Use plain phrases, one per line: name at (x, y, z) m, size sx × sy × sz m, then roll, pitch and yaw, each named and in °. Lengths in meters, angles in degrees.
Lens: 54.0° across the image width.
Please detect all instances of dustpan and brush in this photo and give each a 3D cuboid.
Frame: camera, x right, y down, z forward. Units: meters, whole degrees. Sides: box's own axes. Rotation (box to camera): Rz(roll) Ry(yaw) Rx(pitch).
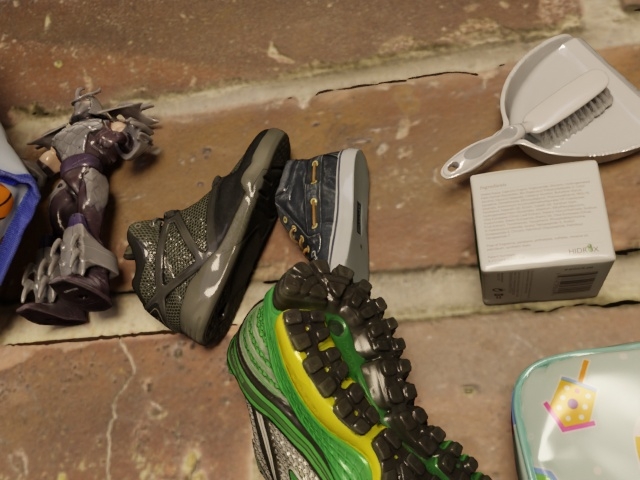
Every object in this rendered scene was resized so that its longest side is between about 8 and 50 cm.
dustpan and brush at (0.203, -0.108, 0.586) m, size 0.211 × 0.060 × 0.147 m, roll -34°, pitch 64°, yaw 1°

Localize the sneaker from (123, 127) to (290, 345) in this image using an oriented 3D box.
sneaker at (-0.117, -0.023, 0.631) m, size 0.130 × 0.087 × 0.228 m, roll 22°, pitch 82°, yaw 16°

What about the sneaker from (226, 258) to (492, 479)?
sneaker at (0.036, 0.193, 0.501) m, size 0.146 × 0.134 × 0.344 m, roll -42°, pitch 67°, yaw 43°

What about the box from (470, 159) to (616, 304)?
box at (0.182, -0.003, 0.529) m, size 0.101 × 0.101 × 0.087 m, roll -5°, pitch 68°, yaw 14°

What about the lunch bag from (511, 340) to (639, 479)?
lunch bag at (0.271, 0.180, 0.424) m, size 0.279 × 0.108 × 0.224 m, roll -10°, pitch 65°, yaw 10°

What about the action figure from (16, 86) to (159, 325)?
action figure at (-0.261, -0.058, 0.680) m, size 0.185 × 0.099 × 0.285 m, roll -21°, pitch 60°, yaw 24°

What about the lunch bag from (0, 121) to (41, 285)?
lunch bag at (-0.473, -0.026, 0.639) m, size 0.385 × 0.238 × 0.328 m, roll -53°, pitch 56°, yaw 26°

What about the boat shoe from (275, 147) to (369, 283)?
boat shoe at (0.000, 0.000, 0.608) m, size 0.083 × 0.065 × 0.184 m, roll -5°, pitch 65°, yaw 23°
